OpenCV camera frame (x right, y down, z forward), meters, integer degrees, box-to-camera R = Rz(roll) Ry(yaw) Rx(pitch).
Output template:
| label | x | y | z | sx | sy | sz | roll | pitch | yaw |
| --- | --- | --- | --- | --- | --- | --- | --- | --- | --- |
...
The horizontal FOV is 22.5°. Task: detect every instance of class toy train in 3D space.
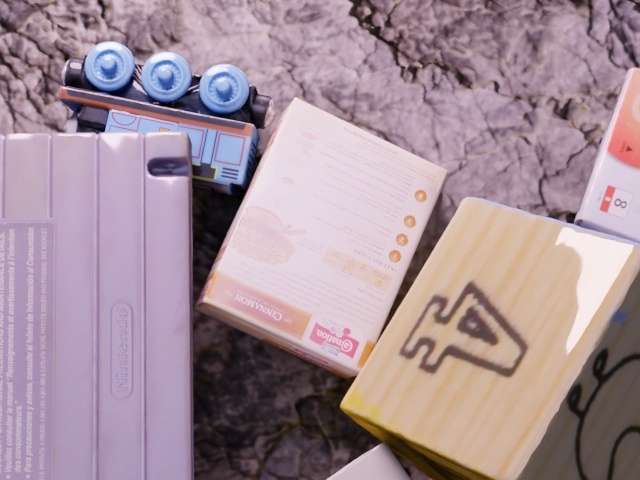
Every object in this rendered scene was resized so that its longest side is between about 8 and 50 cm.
| label | x | y | z | sx | sy | sz | roll | pitch | yaw |
| --- | --- | --- | --- | --- | --- | --- | --- | --- | --- |
| toy train | -0.133 | -0.102 | 1.354 | 0.184 | 0.080 | 0.105 | 11 | 83 | 2 |

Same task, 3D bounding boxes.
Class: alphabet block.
| label | x | y | z | sx | sy | sz | roll | pitch | yaw |
| --- | --- | --- | --- | --- | --- | --- | --- | --- | --- |
| alphabet block | 0.170 | 0.109 | 1.214 | 0.193 | 0.192 | 0.197 | 18 | 73 | 50 |

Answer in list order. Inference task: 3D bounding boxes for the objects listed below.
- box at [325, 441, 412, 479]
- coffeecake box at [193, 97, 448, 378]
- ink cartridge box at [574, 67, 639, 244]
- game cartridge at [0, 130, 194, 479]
| label | x | y | z | sx | sy | sz | roll | pitch | yaw |
| --- | --- | --- | --- | --- | --- | --- | --- | --- | --- |
| box | 0.061 | 0.287 | 1.226 | 0.127 | 0.148 | 0.232 | -33 | 80 | -7 |
| coffeecake box | 0.000 | 0.000 | 1.321 | 0.142 | 0.068 | 0.185 | 25 | 78 | -7 |
| ink cartridge box | 0.321 | -0.048 | 1.357 | 0.179 | 0.045 | 0.145 | 19 | 78 | 7 |
| game cartridge | -0.213 | 0.090 | 1.254 | 0.230 | 0.068 | 0.355 | -2 | 77 | 2 |
